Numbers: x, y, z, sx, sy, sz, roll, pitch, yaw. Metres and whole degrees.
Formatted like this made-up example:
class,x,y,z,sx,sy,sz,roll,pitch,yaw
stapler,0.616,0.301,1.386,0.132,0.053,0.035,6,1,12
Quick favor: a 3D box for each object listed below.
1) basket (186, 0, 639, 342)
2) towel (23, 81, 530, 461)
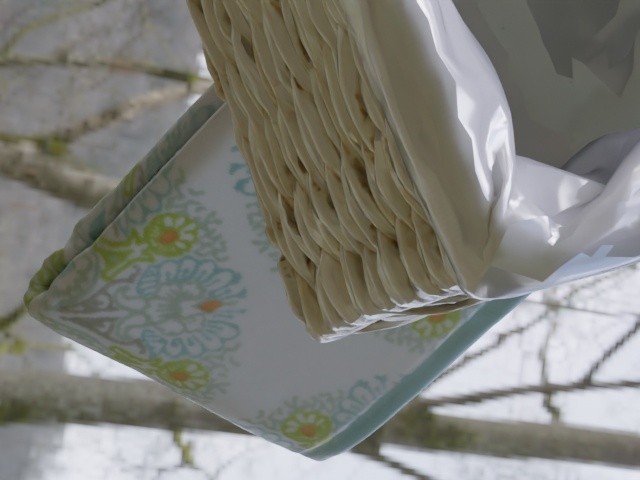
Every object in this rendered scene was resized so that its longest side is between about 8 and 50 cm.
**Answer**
class,x,y,z,sx,sy,sz,roll,pitch,yaw
basket,0.112,-0.163,0.619,0.266,0.331,0.328,143,-72,-75
towel,0.000,0.000,1.359,0.374,0.320,0.090,-44,-148,22
